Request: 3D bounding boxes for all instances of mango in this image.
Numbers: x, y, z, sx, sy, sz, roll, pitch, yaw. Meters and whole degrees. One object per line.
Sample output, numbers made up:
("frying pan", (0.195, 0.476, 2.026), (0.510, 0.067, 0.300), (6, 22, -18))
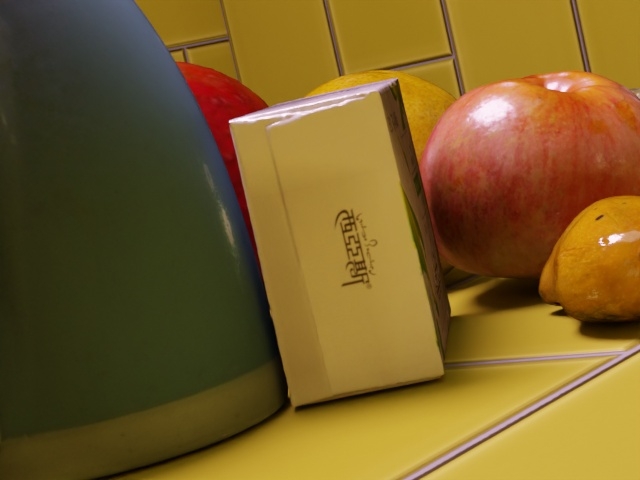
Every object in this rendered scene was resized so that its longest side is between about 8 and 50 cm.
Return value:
("mango", (0.199, 0.014, 1.145), (0.098, 0.075, 0.190), (-43, 0, -5))

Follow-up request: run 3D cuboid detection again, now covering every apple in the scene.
("apple", (0.183, -0.053, 1.343), (0.209, 0.164, 0.209), (-1, 7, 0))

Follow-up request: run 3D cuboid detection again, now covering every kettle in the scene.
("kettle", (-0.195, -0.023, 1.072), (0.247, 0.342, 0.319), (-8, 8, 33))

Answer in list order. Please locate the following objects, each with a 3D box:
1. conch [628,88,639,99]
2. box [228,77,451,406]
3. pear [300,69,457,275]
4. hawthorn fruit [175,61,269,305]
("conch", (0.384, -0.135, 2.093), (0.116, 0.106, 0.173), (12, 3, 29))
("box", (0.021, -0.009, 1.188), (0.111, 0.194, 0.260), (-12, 7, 5))
("pear", (0.040, -0.053, 1.504), (0.209, 0.209, 0.209), (-13, 6, 1))
("hawthorn fruit", (-0.137, -0.024, 1.368), (0.307, 0.265, 0.265), (-15, 6, -3))
